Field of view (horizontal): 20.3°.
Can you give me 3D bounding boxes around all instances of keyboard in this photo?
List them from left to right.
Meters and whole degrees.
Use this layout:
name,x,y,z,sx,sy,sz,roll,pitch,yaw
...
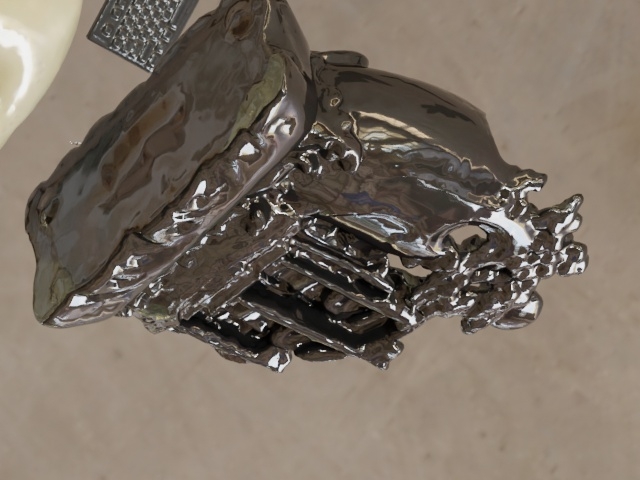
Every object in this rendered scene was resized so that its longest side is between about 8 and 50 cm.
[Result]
name,x,y,z,sx,sy,sz,roll,pitch,yaw
keyboard,-0.170,-0.264,1.848,0.103,0.381,0.041,27,-173,-35

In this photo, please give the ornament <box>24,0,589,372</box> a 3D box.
name,x,y,z,sx,sy,sz,roll,pitch,yaw
ornament,0.000,0.000,1.006,0.260,0.106,0.251,30,125,-33

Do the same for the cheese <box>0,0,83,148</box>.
name,x,y,z,sx,sy,sz,roll,pitch,yaw
cheese,-0.216,-0.099,0.803,0.218,0.235,0.117,3,154,42
